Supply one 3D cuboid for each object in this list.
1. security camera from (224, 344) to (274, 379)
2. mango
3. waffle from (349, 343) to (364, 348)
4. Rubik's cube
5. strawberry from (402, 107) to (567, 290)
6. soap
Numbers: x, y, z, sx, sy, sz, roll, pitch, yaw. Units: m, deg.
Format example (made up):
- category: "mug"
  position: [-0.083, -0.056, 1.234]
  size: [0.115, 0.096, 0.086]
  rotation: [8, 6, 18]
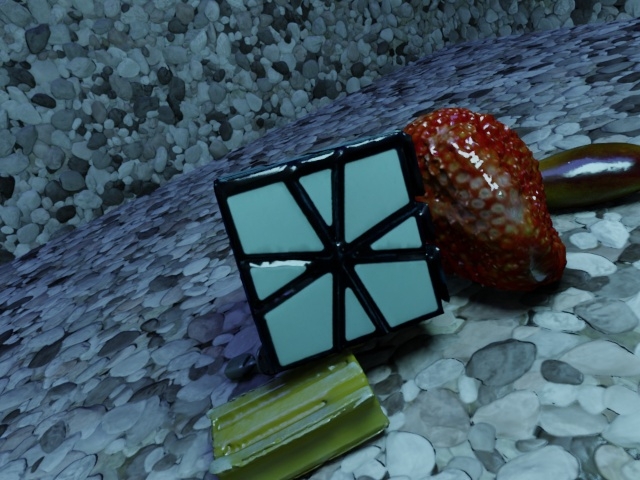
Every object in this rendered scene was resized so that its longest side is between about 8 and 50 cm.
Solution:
- category: "security camera"
  position: [-0.122, 0.215, 0.890]
  size: [0.092, 0.058, 0.058]
  rotation: [-21, 21, 33]
- category: "mango"
  position: [0.496, -0.123, 0.980]
  size: [0.267, 0.111, 0.133]
  rotation: [-6, 45, 29]
- category: "waffle"
  position: [0.031, 0.151, 0.913]
  size: [0.092, 0.021, 0.135]
  rotation: [-19, 25, 7]
- category: "Rubik's cube"
  position: [0.000, 0.000, 0.828]
  size: [0.293, 0.289, 0.283]
  rotation: [-16, 9, -13]
- category: "strawberry"
  position: [0.256, -0.056, 0.861]
  size: [0.267, 0.312, 0.351]
  rotation: [-38, 40, 13]
- category: "soap"
  position: [-0.035, 0.248, 0.706]
  size: [0.233, 0.076, 0.135]
  rotation: [-25, 23, -5]
